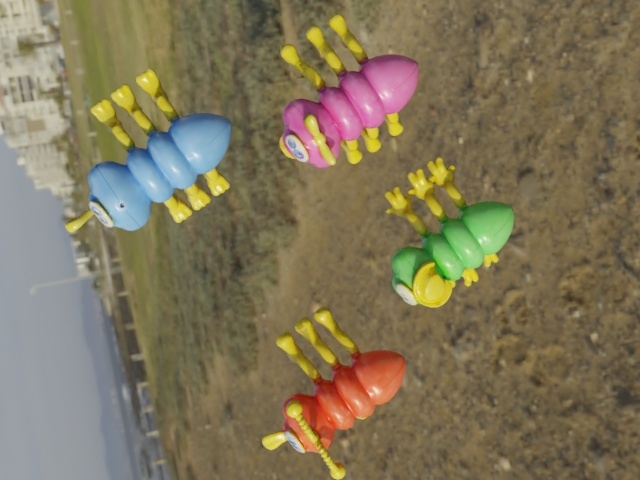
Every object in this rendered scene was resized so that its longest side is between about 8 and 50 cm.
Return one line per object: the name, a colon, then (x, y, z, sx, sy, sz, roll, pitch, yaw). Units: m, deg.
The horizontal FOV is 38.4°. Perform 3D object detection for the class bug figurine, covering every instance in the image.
bug figurine: (0.000, 0.000, 0.550, 0.279, 0.216, 0.072, 53, 176, -23)
